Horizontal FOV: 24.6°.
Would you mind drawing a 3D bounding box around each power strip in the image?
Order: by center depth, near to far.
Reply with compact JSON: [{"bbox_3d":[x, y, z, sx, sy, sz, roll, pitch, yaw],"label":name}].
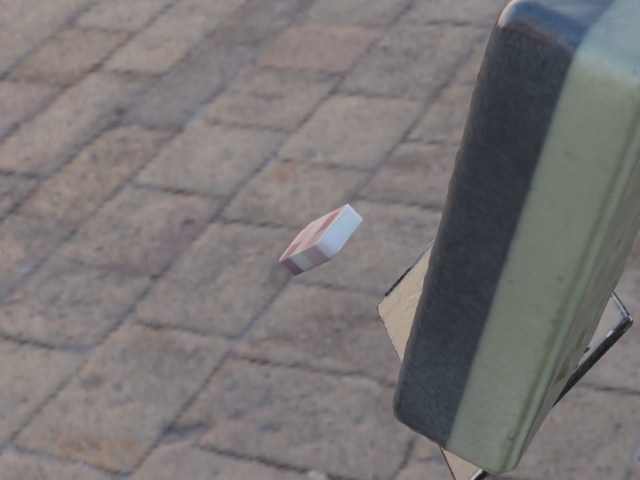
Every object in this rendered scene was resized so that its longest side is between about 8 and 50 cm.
[{"bbox_3d":[0.095,-0.010,0.601,0.070,0.257,0.105,30,51,15],"label":"power strip"}]

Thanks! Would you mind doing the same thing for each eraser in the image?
[{"bbox_3d":[0.000,0.000,1.562,0.065,0.026,0.105,-54,14,-28],"label":"eraser"}]

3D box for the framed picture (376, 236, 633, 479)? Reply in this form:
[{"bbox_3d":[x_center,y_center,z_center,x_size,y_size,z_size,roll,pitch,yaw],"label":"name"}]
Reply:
[{"bbox_3d":[0.184,0.078,1.581,0.255,0.014,0.339,-50,31,17],"label":"framed picture"}]
